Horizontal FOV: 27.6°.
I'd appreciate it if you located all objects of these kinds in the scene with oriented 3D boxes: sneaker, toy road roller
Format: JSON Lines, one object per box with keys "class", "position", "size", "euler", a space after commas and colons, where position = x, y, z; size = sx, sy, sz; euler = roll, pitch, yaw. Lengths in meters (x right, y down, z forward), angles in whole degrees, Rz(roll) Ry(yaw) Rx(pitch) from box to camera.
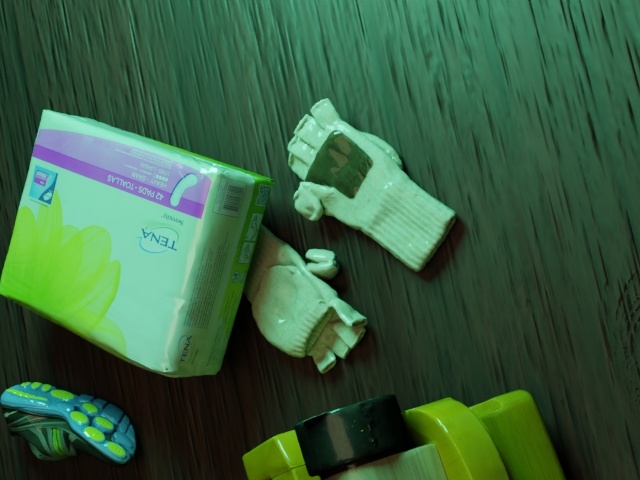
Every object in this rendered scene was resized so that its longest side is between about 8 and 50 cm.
{"class": "sneaker", "position": [-0.285, 0.219, 1.485], "size": [0.188, 0.067, 0.078], "euler": [14, 116, 28]}
{"class": "toy road roller", "position": [0.084, 0.252, 1.218], "size": [0.329, 0.241, 0.202], "euler": [-42, 64, 62]}

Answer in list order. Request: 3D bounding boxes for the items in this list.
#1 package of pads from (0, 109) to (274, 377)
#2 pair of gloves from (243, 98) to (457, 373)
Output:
{"class": "package of pads", "position": [-0.209, 0.004, 1.403], "size": [0.297, 0.101, 0.229], "euler": [19, 97, 37]}
{"class": "pair of gloves", "position": [0.000, 0.000, 1.337], "size": [0.204, 0.042, 0.240], "euler": [48, 111, 22]}
